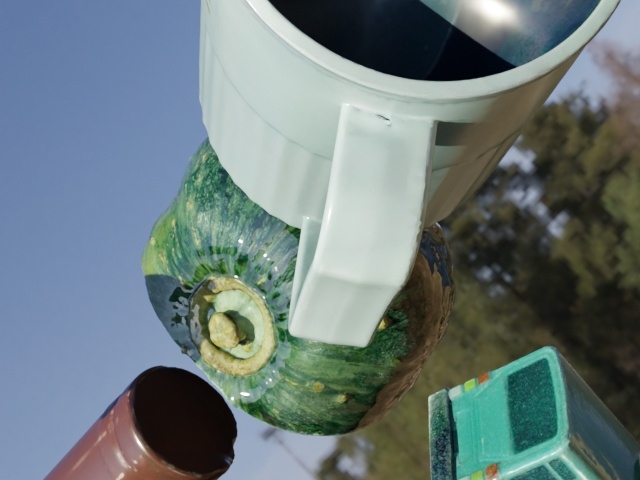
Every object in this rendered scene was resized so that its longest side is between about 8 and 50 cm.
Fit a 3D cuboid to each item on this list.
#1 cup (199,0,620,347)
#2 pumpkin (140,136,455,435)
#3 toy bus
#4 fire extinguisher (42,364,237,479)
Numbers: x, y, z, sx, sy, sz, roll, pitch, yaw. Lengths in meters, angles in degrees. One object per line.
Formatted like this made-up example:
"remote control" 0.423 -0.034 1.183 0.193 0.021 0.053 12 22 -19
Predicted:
"cup" 0.056 -0.125 0.960 0.257 0.331 0.311 -19 -14 -12
"pumpkin" 0.000 0.000 1.282 0.263 0.293 0.197 -14 -37 -48
"toy bus" 0.206 0.215 1.150 0.147 0.256 0.128 -29 33 24
"fire extinguisher" -0.200 0.254 1.322 0.337 0.135 0.114 -45 24 37
